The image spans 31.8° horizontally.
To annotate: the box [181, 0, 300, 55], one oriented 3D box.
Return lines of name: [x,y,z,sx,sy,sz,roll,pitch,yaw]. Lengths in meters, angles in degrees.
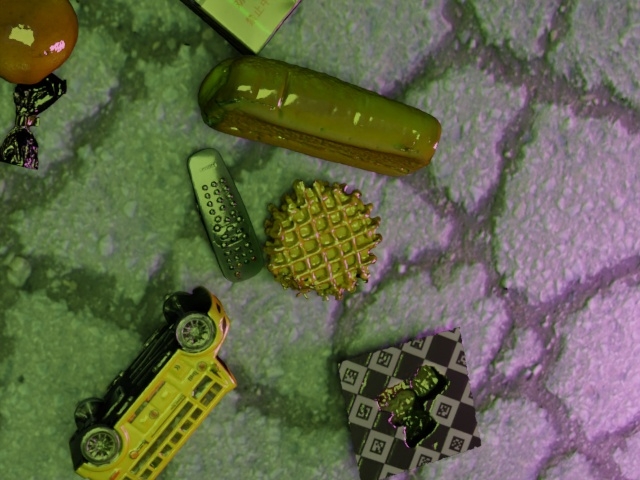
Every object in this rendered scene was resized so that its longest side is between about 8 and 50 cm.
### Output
box: [-0.158,-0.442,1.657,0.310,0.084,0.198,39,89,-20]

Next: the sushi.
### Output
sushi: [0.146,0.277,1.917,0.231,0.047,0.219,-14,100,-18]

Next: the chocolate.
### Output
chocolate: [-0.426,-0.177,1.649,0.072,0.070,0.147,20,84,-10]

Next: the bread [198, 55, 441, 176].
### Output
bread: [0.004,-0.196,1.722,0.384,0.166,0.112,13,72,-20]

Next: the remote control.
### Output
remote control: [-0.152,-0.039,1.762,0.072,0.042,0.222,-23,108,-11]

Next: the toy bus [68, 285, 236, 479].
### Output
toy bus: [-0.243,0.233,1.736,0.152,0.144,0.330,40,89,-20]

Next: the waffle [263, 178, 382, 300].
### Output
waffle: [0.000,0.000,1.805,0.193,0.070,0.197,11,100,-19]

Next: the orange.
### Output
orange: [-0.419,-0.290,1.577,0.159,0.159,0.136,-2,130,-17]
